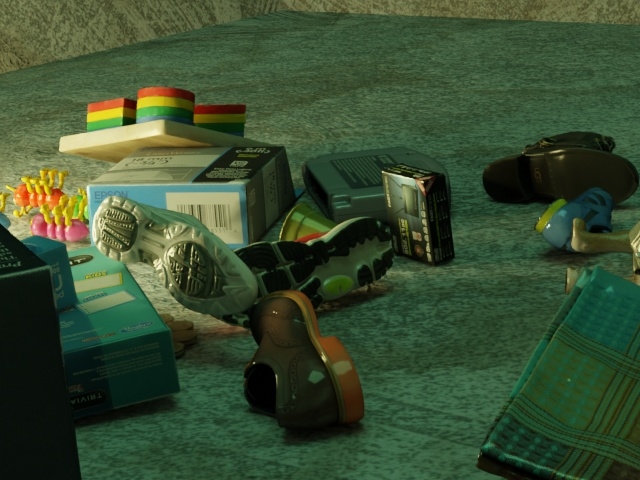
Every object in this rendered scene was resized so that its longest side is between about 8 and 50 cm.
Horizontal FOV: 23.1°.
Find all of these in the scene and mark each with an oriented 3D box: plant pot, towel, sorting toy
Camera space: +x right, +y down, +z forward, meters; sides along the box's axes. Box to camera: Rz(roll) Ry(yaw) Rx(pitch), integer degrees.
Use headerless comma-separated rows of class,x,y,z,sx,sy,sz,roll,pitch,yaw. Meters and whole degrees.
plant pot,0.000,0.000,2.089,0.079,0.083,0.083,18,25,28
towel,0.314,0.142,1.383,0.272,0.040,0.370,18,28,17
sorting toy,-0.235,-0.176,2.494,0.255,0.089,0.257,-5,-10,43

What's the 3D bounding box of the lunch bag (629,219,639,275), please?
lunch bag,0.470,-0.065,1.542,0.256,0.305,0.212,16,30,-4

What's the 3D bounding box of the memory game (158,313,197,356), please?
memory game,-0.235,0.120,1.838,0.186,0.012,0.186,-4,16,1

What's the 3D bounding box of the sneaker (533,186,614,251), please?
sneaker,0.358,-0.019,2.091,0.082,0.069,0.209,39,24,18

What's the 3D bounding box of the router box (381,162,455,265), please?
router box,0.129,-0.035,2.074,0.038,0.122,0.092,-20,21,-30

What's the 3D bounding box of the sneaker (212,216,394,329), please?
sneaker,-0.039,0.049,1.929,0.279,0.107,0.118,-14,-1,-34

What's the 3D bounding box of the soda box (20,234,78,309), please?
soda box,-0.367,0.061,1.661,0.210,0.071,0.067,-22,23,-37

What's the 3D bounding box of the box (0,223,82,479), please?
box,-0.357,0.132,1.322,0.212,0.293,0.395,-12,18,-22

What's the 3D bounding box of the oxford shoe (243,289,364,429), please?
oxford shoe,-0.043,0.121,1.639,0.098,0.096,0.271,-15,18,-14

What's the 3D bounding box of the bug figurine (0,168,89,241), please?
bug figurine,-0.420,-0.044,2.353,0.216,0.072,0.279,7,14,17

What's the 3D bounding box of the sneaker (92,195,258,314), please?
sneaker,-0.146,0.011,1.795,0.232,0.090,0.115,32,19,30

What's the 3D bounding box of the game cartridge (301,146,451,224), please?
game cartridge,0.090,-0.084,2.388,0.198,0.062,0.297,-3,15,-9

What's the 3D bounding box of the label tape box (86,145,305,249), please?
label tape box,-0.178,-0.080,2.347,0.241,0.105,0.333,0,17,14

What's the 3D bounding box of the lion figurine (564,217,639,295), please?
lion figurine,0.391,0.062,1.705,0.240,0.142,0.392,5,31,7

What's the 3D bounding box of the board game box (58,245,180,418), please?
board game box,-0.318,0.108,1.743,0.254,0.079,0.336,-13,19,-14

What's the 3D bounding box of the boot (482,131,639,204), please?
boot,0.390,-0.123,2.367,0.263,0.091,0.229,4,18,34
